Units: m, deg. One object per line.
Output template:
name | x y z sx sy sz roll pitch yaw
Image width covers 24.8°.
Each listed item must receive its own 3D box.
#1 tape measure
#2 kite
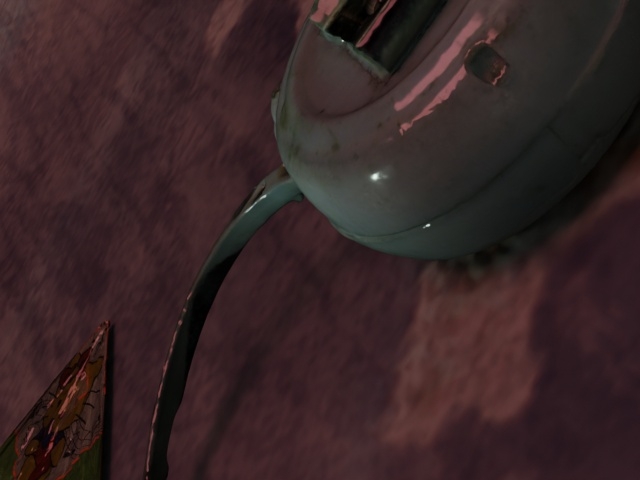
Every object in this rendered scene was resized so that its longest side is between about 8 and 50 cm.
tape measure | -0.001 -0.001 0.508 0.330 0.084 0.164 -56 21 3
kite | -0.152 0.149 0.709 0.198 0.006 0.244 -5 58 59
